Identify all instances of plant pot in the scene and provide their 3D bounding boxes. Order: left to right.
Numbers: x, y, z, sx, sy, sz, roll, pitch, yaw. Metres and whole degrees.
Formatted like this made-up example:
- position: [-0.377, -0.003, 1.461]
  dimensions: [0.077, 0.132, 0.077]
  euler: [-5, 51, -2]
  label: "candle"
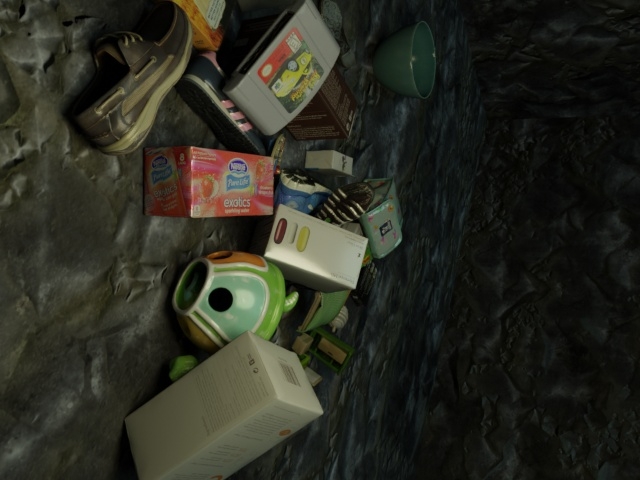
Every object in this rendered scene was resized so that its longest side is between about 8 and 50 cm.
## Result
- position: [0.325, -0.713, 2.105]
  dimensions: [0.290, 0.196, 0.289]
  euler: [-12, 104, -59]
  label: "plant pot"

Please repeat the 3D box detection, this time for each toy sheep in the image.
- position: [0.056, 0.272, 1.876]
  dimensions: [0.091, 0.091, 0.132]
  euler: [66, 35, -41]
  label: "toy sheep"

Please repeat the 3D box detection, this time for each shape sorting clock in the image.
- position: [-0.130, -0.192, 1.438]
  dimensions: [0.206, 0.041, 0.206]
  euler: [-168, -90, -88]
  label: "shape sorting clock"

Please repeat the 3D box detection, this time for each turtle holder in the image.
- position: [-0.237, 0.168, 1.233]
  dimensions: [0.320, 0.243, 0.227]
  euler: [-48, 133, 11]
  label: "turtle holder"

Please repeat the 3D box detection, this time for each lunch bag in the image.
- position: [0.225, -0.088, 2.026]
  dimensions: [0.262, 0.160, 0.223]
  euler: [-67, 146, -49]
  label: "lunch bag"

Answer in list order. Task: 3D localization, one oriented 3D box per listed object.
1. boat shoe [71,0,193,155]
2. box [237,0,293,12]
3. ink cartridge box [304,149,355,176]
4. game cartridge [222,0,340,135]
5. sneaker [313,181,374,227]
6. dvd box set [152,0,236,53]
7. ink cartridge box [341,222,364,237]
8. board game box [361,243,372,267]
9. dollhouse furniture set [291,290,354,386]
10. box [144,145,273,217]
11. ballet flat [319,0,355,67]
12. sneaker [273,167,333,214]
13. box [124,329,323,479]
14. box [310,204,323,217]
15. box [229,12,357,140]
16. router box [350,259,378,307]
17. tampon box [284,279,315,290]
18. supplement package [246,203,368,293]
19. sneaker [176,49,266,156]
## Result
- position: [-0.357, -0.337, 1.008]
  dimensions: [0.130, 0.133, 0.355]
  euler: [46, 53, -54]
  label: "boat shoe"
- position: [-0.121, -0.665, 1.343]
  dimensions: [0.130, 0.171, 0.091]
  euler: [-60, 142, -39]
  label: "box"
- position: [0.038, -0.255, 1.749]
  dimensions: [0.181, 0.105, 0.061]
  euler: [6, 89, -62]
  label: "ink cartridge box"
- position: [-0.080, -0.402, 1.240]
  dimensions: [0.294, 0.060, 0.196]
  euler: [-52, 146, -3]
  label: "game cartridge"
- position: [0.060, -0.108, 1.614]
  dimensions: [0.106, 0.281, 0.162]
  euler: [49, 30, -9]
  label: "sneaker"
- position: [-0.316, -0.659, 1.107]
  dimensions: [0.420, 0.062, 0.307]
  euler: [42, 57, -55]
  label: "dvd box set"
- position: [0.120, 0.022, 1.973]
  dimensions: [0.109, 0.063, 0.150]
  euler: [-61, 143, -36]
  label: "ink cartridge box"
- position: [0.099, 0.078, 1.886]
  dimensions: [0.181, 0.043, 0.092]
  euler: [-37, 131, -18]
  label: "board game box"
- position: [0.032, 0.291, 1.642]
  dimensions: [0.198, 0.151, 0.301]
  euler: [-19, 138, -60]
  label: "dollhouse furniture set"
- position: [-0.247, -0.132, 1.217]
  dimensions: [0.300, 0.142, 0.153]
  euler: [-6, 98, -60]
  label: "box"
- position: [0.050, -0.700, 1.771]
  dimensions: [0.084, 0.058, 0.249]
  euler: [-36, 128, -9]
  label: "ballet flat"
- position: [-0.068, -0.130, 1.583]
  dimensions: [0.147, 0.130, 0.330]
  euler: [-58, 166, 13]
  label: "sneaker"
- position: [-0.207, 0.381, 1.138]
  dimensions: [0.168, 0.345, 0.215]
  euler: [59, 8, 35]
  label: "box"
- position: [0.000, 0.000, 1.780]
  dimensions: [0.190, 0.045, 0.184]
  euler: [-66, 147, -33]
  label: "box"
- position: [-0.060, -0.442, 1.465]
  dimensions: [0.381, 0.191, 0.143]
  euler: [43, 55, -55]
  label: "box"
- position: [0.172, 0.160, 2.104]
  dimensions: [0.133, 0.046, 0.178]
  euler: [59, 45, -47]
  label: "router box"
- position: [-0.051, 0.083, 1.618]
  dimensions: [0.161, 0.121, 0.101]
  euler: [42, 60, -55]
  label: "tampon box"
- position: [-0.043, 0.032, 1.413]
  dimensions: [0.262, 0.204, 0.145]
  euler: [20, 74, -18]
  label: "supplement package"
- position: [-0.212, -0.320, 1.287]
  dimensions: [0.319, 0.112, 0.131]
  euler: [53, 52, -51]
  label: "sneaker"
